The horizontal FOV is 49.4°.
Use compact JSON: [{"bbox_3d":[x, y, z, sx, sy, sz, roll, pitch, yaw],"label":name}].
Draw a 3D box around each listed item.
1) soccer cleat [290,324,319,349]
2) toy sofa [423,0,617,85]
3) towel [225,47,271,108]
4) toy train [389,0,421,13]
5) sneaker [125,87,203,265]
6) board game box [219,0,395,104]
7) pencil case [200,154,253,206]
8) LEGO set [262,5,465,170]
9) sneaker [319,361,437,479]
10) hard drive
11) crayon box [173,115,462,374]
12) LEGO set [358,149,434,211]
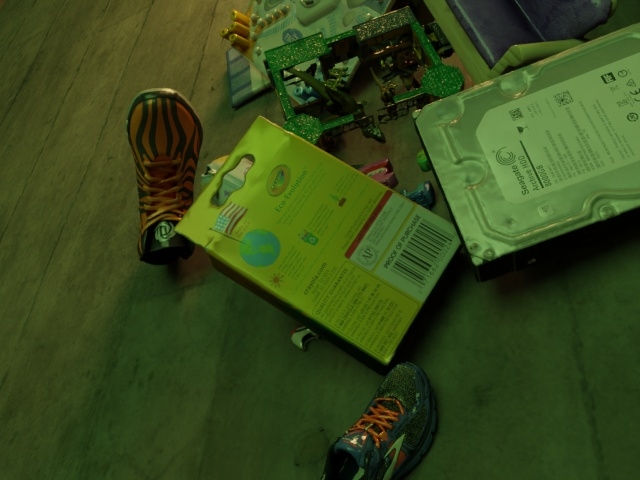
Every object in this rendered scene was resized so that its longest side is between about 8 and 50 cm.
[{"bbox_3d":[-0.006,0.115,0.961,0.083,0.029,0.035,-44,50,0],"label":"soccer cleat"},{"bbox_3d":[0.225,-0.380,0.974,0.363,0.150,0.177,64,147,19],"label":"toy sofa"},{"bbox_3d":[-0.073,-0.404,1.452,0.284,0.034,0.209,-27,45,17],"label":"towel"},{"bbox_3d":[0.161,-0.558,1.316,0.190,0.142,0.334,33,90,38],"label":"toy train"},{"bbox_3d":[-0.244,-0.080,1.131,0.124,0.321,0.180,-5,52,-9],"label":"sneaker"},{"bbox_3d":[-0.013,-0.477,1.299,0.390,0.050,0.390,47,114,41],"label":"board game box"},{"bbox_3d":[-0.078,-0.055,1.086,0.113,0.124,0.273,-49,43,-14],"label":"pencil case"},{"bbox_3d":[0.066,-0.205,1.106,0.331,0.192,0.255,-27,61,-5],"label":"LEGO set"},{"bbox_3d":[0.058,0.231,0.768,0.083,0.087,0.221,10,61,40],"label":"sneaker"},{"bbox_3d":[0.303,-0.115,0.824,0.338,0.064,0.237,-20,60,8],"label":"hard drive"},{"bbox_3d":[0.000,0.000,0.898,0.318,0.081,0.202,32,74,11],"label":"crayon box"},{"bbox_3d":[0.170,-0.079,0.952,0.227,0.087,0.093,-19,33,21],"label":"LEGO set"}]
